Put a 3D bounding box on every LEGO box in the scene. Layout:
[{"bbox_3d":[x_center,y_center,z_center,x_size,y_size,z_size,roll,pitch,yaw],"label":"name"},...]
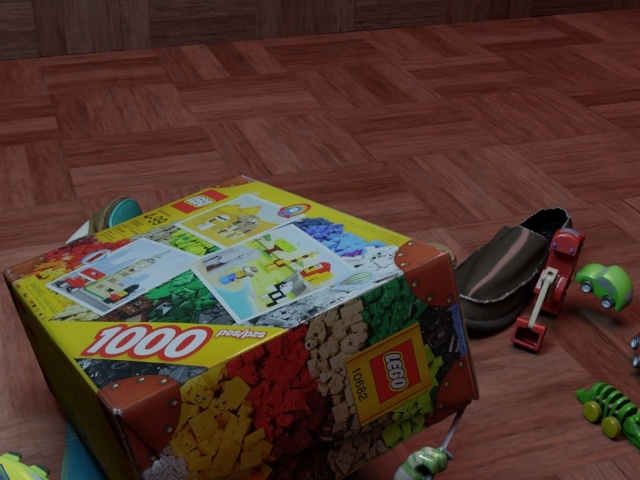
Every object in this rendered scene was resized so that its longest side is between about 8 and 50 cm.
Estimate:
[{"bbox_3d":[-0.122,0.108,1.082,0.372,0.193,0.500,-25,24,-23],"label":"LEGO box"}]

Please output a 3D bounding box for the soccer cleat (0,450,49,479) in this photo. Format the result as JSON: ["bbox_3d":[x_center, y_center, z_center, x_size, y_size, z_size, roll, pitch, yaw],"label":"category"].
[{"bbox_3d":[-0.340,0.323,1.029,0.289,0.093,0.121,12,39,21],"label":"soccer cleat"}]

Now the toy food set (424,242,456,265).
[{"bbox_3d":[0.207,0.029,1.655,0.082,0.020,0.083,-19,34,-33],"label":"toy food set"}]

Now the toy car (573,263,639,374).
[{"bbox_3d":[0.508,0.103,1.439,0.225,0.053,0.239,40,43,24],"label":"toy car"}]

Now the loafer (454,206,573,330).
[{"bbox_3d":[0.313,0.032,1.540,0.134,0.130,0.366,22,35,33],"label":"loafer"}]

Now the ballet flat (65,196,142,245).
[{"bbox_3d":[-0.385,0.033,1.562,0.124,0.116,0.342,-18,33,5],"label":"ballet flat"}]

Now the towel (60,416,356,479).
[{"bbox_3d":[-0.157,0.247,1.232,0.370,0.040,0.271,-2,30,-10],"label":"towel"}]

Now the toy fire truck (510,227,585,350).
[{"bbox_3d":[0.366,0.073,1.447,0.047,0.192,0.135,20,10,21],"label":"toy fire truck"}]

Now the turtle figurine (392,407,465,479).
[{"bbox_3d":[0.165,0.311,0.959,0.275,0.198,0.266,-13,30,-16],"label":"turtle figurine"}]

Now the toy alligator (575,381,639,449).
[{"bbox_3d":[0.422,0.245,1.238,0.056,0.051,0.190,-14,32,-25],"label":"toy alligator"}]
